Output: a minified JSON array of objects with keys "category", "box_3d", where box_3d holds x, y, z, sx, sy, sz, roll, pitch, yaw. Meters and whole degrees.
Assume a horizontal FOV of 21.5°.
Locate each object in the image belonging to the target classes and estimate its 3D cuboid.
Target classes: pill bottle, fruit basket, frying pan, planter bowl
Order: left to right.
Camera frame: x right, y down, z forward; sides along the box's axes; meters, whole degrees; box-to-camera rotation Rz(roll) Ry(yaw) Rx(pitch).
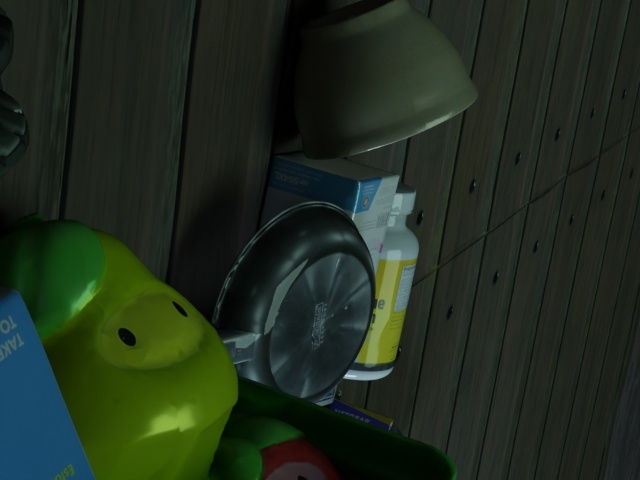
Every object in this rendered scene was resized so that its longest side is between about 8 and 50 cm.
[{"category":"fruit basket","box_3d":[-0.104,0.169,1.123,0.392,0.283,0.392,-41,140,-47]},{"category":"frying pan","box_3d":[-0.054,0.054,1.361,0.326,0.053,0.197,15,95,-54]},{"category":"pill bottle","box_3d":[0.037,0.034,1.615,0.103,0.103,0.184,-16,120,-65]},{"category":"planter bowl","box_3d":[0.044,-0.151,1.463,0.162,0.162,0.109,-40,114,-55]}]

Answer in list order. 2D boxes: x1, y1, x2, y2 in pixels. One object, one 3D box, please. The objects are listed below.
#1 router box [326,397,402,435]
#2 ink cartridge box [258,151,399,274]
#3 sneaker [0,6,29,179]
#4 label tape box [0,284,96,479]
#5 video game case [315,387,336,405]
[{"category":"router box","box_3d":[0.030,0.344,1.848,0.243,0.081,0.309,-66,157,-19]},{"category":"ink cartridge box","box_3d":[0.000,0.000,1.519,0.092,0.090,0.143,-13,119,-64]},{"category":"sneaker","box_3d":[-0.209,-0.050,0.872,0.267,0.101,0.106,-99,-148,-65]},{"category":"label tape box","box_3d":[-0.236,0.094,0.689,0.240,0.334,0.106,-40,141,-54]},{"category":"video game case","box_3d":[0.006,0.112,1.721,0.087,0.011,0.122,-4,109,-68]}]
